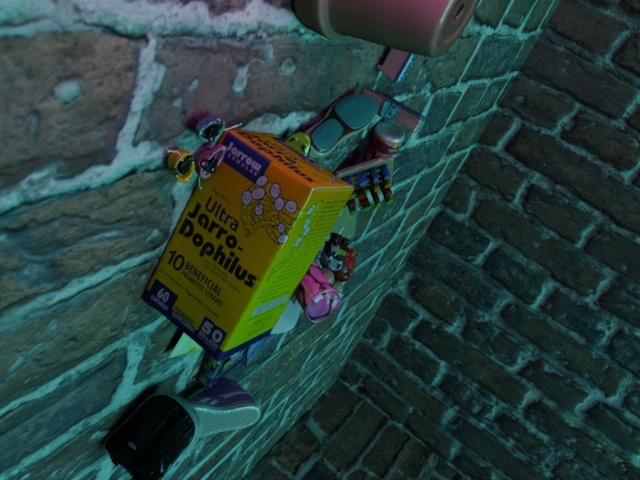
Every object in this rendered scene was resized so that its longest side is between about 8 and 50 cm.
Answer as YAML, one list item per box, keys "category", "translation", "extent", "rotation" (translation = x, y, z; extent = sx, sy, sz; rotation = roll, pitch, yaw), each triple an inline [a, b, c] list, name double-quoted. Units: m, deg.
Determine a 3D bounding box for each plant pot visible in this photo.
- category: "plant pot"
  translation: [0.121, -0.402, 0.920]
  extent: [0.263, 0.229, 0.263]
  rotation: [-49, 164, -19]

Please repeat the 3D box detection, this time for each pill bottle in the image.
- category: "pill bottle"
  translation: [0.171, -0.247, 1.645]
  extent: [0.086, 0.086, 0.152]
  rotation: [-40, 158, -42]

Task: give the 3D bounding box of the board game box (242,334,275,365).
- category: "board game box"
  translation: [-0.148, 0.264, 1.870]
  extent: [0.281, 0.027, 0.145]
  rotation: [-45, 160, -32]

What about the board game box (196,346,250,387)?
- category: "board game box"
  translation: [-0.251, 0.305, 1.610]
  extent: [0.170, 0.048, 0.141]
  rotation: [-33, 152, -54]

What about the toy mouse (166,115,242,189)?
- category: "toy mouse"
  translation: [-0.181, -0.147, 0.917]
  extent: [0.143, 0.031, 0.161]
  rotation: [-49, 163, -21]

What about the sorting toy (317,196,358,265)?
- category: "sorting toy"
  translation: [0.000, 0.000, 1.755]
  extent: [0.307, 0.041, 0.229]
  rotation: [-39, 156, -28]

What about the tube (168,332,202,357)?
- category: "tube"
  translation: [-0.263, 0.224, 1.398]
  extent: [0.240, 0.062, 0.070]
  rotation: [3, 81, -66]

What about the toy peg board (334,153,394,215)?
- category: "toy peg board"
  translation: [0.130, -0.143, 1.609]
  extent: [0.161, 0.079, 0.161]
  rotation: [-18, 159, -3]

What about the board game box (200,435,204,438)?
- category: "board game box"
  translation: [-0.382, 0.526, 1.605]
  extent: [0.133, 0.033, 0.168]
  rotation: [-19, -177, -18]

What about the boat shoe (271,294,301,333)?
- category: "boat shoe"
  translation: [-0.123, 0.180, 1.576]
  extent: [0.102, 0.108, 0.301]
  rotation: [-30, -170, 17]

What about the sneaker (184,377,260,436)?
- category: "sneaker"
  translation: [-0.320, 0.445, 1.608]
  extent: [0.282, 0.161, 0.102]
  rotation: [9, 113, -36]

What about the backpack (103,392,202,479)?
- category: "backpack"
  translation: [-0.364, 0.444, 1.346]
  extent: [0.188, 0.165, 0.144]
  rotation: [-51, 166, -2]

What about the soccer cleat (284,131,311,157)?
- category: "soccer cleat"
  translation: [-0.071, -0.148, 1.206]
  extent: [0.179, 0.060, 0.072]
  rotation: [-55, 175, 26]

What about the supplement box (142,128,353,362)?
- category: "supplement box"
  translation: [-0.131, 0.004, 1.075]
  extent: [0.357, 0.194, 0.195]
  rotation: [-60, 163, 17]

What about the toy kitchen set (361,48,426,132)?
- category: "toy kitchen set"
  translation: [0.208, -0.368, 1.436]
  extent: [0.166, 0.122, 0.207]
  rotation: [-60, 164, 18]

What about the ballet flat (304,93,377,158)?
- category: "ballet flat"
  translation: [0.030, -0.244, 1.282]
  extent: [0.248, 0.086, 0.086]
  rotation: [-40, 159, -39]

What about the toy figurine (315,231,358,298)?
- category: "toy figurine"
  translation: [-0.026, 0.051, 1.445]
  extent: [0.209, 0.212, 0.148]
  rotation: [55, 57, -74]

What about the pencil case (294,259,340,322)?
- category: "pencil case"
  translation: [-0.039, 0.063, 1.211]
  extent: [0.095, 0.209, 0.098]
  rotation: [-26, 145, -12]

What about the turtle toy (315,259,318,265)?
- category: "turtle toy"
  translation: [-0.043, 0.069, 1.636]
  extent: [0.095, 0.066, 0.130]
  rotation: [-24, 138, -28]
